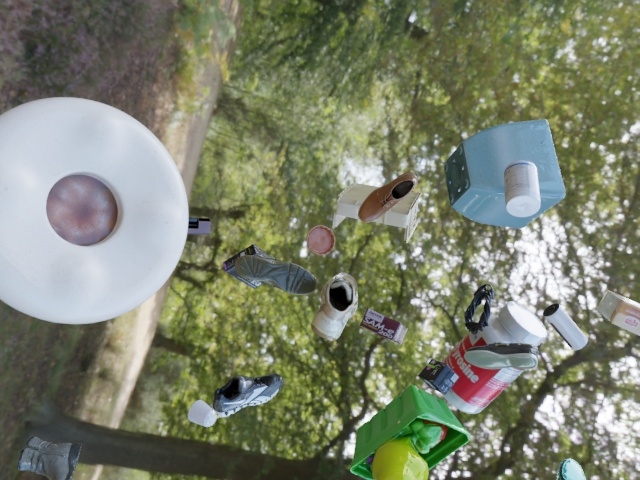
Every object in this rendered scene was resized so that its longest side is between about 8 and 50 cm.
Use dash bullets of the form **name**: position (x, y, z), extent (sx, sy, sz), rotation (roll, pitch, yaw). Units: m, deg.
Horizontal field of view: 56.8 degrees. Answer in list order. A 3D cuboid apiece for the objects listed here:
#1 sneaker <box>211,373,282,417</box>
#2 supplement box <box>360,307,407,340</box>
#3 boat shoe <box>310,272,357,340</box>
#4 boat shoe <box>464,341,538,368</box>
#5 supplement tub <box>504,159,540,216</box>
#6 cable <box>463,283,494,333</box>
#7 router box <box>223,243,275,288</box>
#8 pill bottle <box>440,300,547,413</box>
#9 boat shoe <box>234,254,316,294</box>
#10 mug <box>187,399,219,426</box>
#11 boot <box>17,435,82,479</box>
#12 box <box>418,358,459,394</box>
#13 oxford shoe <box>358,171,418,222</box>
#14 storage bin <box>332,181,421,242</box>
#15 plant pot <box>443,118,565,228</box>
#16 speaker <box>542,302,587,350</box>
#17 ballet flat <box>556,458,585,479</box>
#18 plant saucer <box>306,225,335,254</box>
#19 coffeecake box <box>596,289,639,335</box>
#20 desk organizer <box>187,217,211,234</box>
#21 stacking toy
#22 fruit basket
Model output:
- **sneaker**: position (-0.216, 0.442, 1.758), extent (0.078, 0.234, 0.106), rotation (47, -35, 42)
- **supplement box**: position (0.233, 0.314, 2.138), extent (0.073, 0.130, 0.239), rotation (-65, 161, -7)
- **boat shoe**: position (0.054, 0.150, 1.575), extent (0.098, 0.109, 0.302), rotation (-64, 177, 25)
- **boat shoe**: position (0.582, 0.367, 1.907), extent (0.068, 0.228, 0.081), rotation (-63, 142, -45)
- **supplement tub**: position (0.424, -0.110, 1.246), extent (0.071, 0.071, 0.107), rotation (120, -15, -51)
- **cable**: position (0.534, 0.242, 1.984), extent (0.184, 0.047, 0.150), rotation (113, -12, -49)
- **router box**: position (-0.231, 0.093, 2.053), extent (0.133, 0.179, 0.046), rotation (-30, -126, 14)
- **pill bottle**: position (0.620, 0.423, 2.157), extent (0.407, 0.229, 0.229), rotation (-55, -162, 26)
- **boat shoe**: position (-0.119, 0.083, 1.562), extent (0.073, 0.224, 0.080), rotation (-147, -106, -71)
- **mug**: position (-0.314, 0.475, 1.622), extent (0.078, 0.064, 0.062), rotation (-30, 130, -48)
- **boot**: position (-0.797, 0.667, 1.709), extent (0.246, 0.161, 0.083), rotation (-123, -132, -69)
- **box**: position (0.304, 0.350, 1.524), extent (0.062, 0.052, 0.083), rotation (-48, -167, -13)
- **oxford shoe**: position (0.192, -0.124, 1.738), extent (0.212, 0.076, 0.076), rotation (-40, -173, 19)
- **storage bin**: position (0.204, -0.102, 2.082), extent (0.260, 0.262, 0.123), rotation (-47, 146, -64)
- **plant pot**: position (0.505, -0.186, 1.712), extent (0.248, 0.252, 0.247), rotation (118, -32, -66)
- **speaker**: position (0.682, 0.240, 1.649), extent (0.055, 0.136, 0.055), rotation (-40, -170, 8)
- **ballet flat**: position (0.701, 0.715, 1.666), extent (0.087, 0.083, 0.247), rotation (-66, 172, 20)
- **plant saucer**: position (0.000, 0.000, 1.648), extent (0.013, 0.084, 0.083), rotation (163, -57, -68)
- **coffeecake box**: position (0.829, 0.201, 1.558), extent (0.068, 0.142, 0.185), rotation (-67, 169, 10)
- **desk organizer**: position (-0.461, -0.053, 2.124), extent (0.047, 0.130, 0.050), rotation (-131, -135, -65)
- **stacking toy**: position (-0.490, -0.035, 1.062), extent (0.480, 0.351, 0.350), rotation (-6, -114, 50)
- **fruit basket**: position (0.282, 0.706, 1.918), extent (0.392, 0.283, 0.392), rotation (-42, -150, 31)
